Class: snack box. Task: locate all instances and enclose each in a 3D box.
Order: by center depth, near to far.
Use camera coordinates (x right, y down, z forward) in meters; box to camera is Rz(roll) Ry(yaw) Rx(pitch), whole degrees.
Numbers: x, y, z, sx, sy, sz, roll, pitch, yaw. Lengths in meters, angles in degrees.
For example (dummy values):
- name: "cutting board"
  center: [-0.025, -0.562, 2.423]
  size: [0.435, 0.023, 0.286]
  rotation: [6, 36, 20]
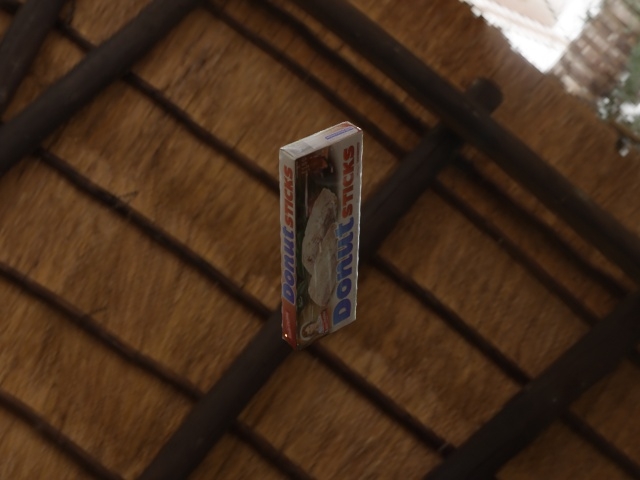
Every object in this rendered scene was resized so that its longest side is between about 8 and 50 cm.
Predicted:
- name: "snack box"
  center: [0.000, 0.000, 0.759]
  size: [0.064, 0.178, 0.022]
  rotation: [-26, -137, -32]
